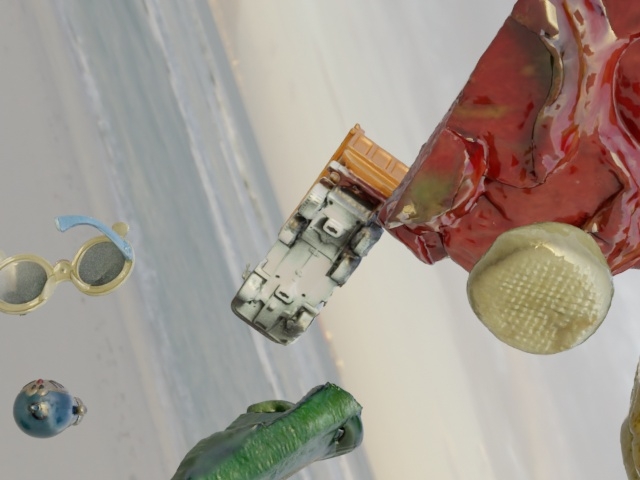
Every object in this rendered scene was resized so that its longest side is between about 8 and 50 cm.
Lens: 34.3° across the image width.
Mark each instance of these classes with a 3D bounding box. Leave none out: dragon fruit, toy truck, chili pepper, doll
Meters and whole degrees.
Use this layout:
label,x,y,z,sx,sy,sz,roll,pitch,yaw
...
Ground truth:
label,x,y,z,sx,sy,sz,roll,pitch,yaw
dragon fruit,0.215,-0.073,0.720,0.286,0.329,0.228,47,-4,4
toy truck,0.000,0.000,1.253,0.114,0.270,0.135,36,33,-1
chili pepper,-0.055,0.162,0.779,0.216,0.108,0.062,-16,84,-51
doll,-0.402,0.250,1.536,0.152,0.114,0.086,57,30,-77

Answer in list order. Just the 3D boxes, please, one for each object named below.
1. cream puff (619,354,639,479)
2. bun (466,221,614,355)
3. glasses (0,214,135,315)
label,x,y,z,sx,sy,sz,roll,pitch,yaw
cream puff,0.435,0.197,0.924,0.291,0.324,0.257,35,24,-12
bun,0.132,0.024,0.618,0.055,0.086,0.086,-71,147,-58
glasses,-0.318,0.033,1.170,0.220,0.189,0.088,41,36,-87
